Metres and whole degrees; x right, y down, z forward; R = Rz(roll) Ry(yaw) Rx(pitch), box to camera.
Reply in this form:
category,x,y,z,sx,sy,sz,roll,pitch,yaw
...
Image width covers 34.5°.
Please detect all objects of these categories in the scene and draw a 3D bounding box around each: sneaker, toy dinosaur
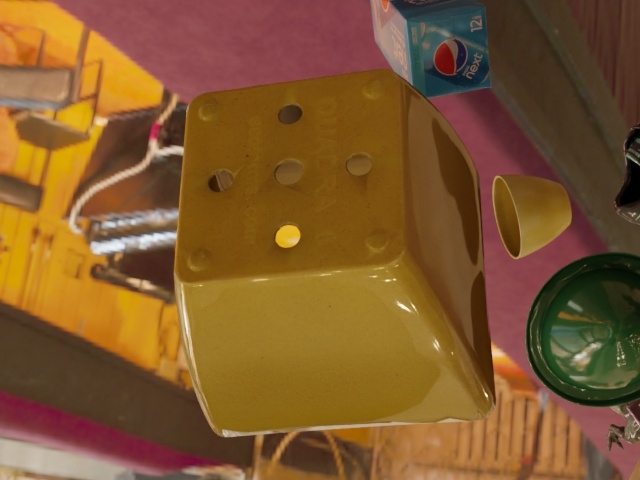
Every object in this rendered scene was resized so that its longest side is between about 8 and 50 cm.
category,x,y,z,sx,sy,sz,roll,pitch,yaw
sneaker,0.457,-0.138,1.317,0.106,0.267,0.101,7,-164,-16
toy dinosaur,0.477,0.280,1.528,0.268,0.064,0.118,25,153,30

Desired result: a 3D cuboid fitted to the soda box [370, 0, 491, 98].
category,x,y,z,sx,sy,sz,roll,pitch,yaw
soda box,0.091,-0.190,0.910,0.067,0.071,0.210,-11,-155,-3

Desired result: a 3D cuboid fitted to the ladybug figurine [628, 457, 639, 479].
category,x,y,z,sx,sy,sz,roll,pitch,yaw
ladybug figurine,0.355,0.115,0.582,0.449,0.162,0.305,-28,176,-5

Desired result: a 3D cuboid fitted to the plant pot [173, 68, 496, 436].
category,x,y,z,sx,sy,sz,roll,pitch,yaw
plant pot,0.000,0.000,0.713,0.212,0.212,0.187,-6,151,12

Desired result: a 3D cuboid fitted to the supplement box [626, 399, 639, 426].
category,x,y,z,sx,sy,sz,roll,pitch,yaw
supplement box,0.467,0.172,1.208,0.188,0.081,0.104,-41,161,21

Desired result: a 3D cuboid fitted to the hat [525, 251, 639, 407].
category,x,y,z,sx,sy,sz,roll,pitch,yaw
hat,0.307,0.114,1.033,0.173,0.208,0.183,9,-161,0

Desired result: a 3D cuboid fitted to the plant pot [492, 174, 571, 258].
category,x,y,z,sx,sy,sz,roll,pitch,yaw
plant pot,0.335,-0.047,1.611,0.095,0.134,0.134,-13,163,-5
